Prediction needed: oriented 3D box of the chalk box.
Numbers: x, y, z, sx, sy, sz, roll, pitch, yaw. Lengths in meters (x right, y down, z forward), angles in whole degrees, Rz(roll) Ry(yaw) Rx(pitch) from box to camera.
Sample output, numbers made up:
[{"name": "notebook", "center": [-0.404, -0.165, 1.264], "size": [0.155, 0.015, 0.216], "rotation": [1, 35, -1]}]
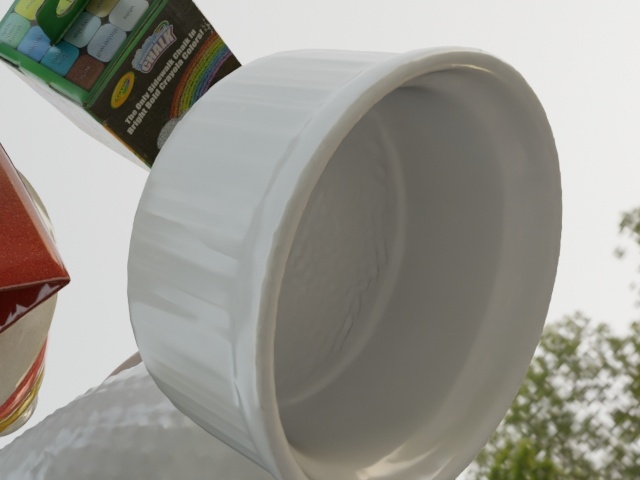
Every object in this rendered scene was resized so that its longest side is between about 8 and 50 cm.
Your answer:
[{"name": "chalk box", "center": [-0.243, -0.225, 1.288], "size": [0.180, 0.179, 0.289], "rotation": [-55, -27, -8]}]

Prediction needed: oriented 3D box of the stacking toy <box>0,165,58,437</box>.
[{"name": "stacking toy", "center": [-0.413, 0.118, 1.258], "size": [0.350, 0.351, 0.480], "rotation": [-32, -20, -9]}]

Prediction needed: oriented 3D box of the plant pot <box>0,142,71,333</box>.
[{"name": "plant pot", "center": [-0.377, -0.021, 0.784], "size": [0.267, 0.267, 0.236], "rotation": [-10, -103, -41]}]

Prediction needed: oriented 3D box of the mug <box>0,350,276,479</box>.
[{"name": "mug", "center": [-0.135, 0.216, 1.030], "size": [0.328, 0.374, 0.276], "rotation": [-35, -58, 7]}]

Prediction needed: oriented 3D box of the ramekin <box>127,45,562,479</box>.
[{"name": "ramekin", "center": [0.017, 0.015, 0.673], "size": [0.277, 0.135, 0.277], "rotation": [-20, -62, -43]}]
